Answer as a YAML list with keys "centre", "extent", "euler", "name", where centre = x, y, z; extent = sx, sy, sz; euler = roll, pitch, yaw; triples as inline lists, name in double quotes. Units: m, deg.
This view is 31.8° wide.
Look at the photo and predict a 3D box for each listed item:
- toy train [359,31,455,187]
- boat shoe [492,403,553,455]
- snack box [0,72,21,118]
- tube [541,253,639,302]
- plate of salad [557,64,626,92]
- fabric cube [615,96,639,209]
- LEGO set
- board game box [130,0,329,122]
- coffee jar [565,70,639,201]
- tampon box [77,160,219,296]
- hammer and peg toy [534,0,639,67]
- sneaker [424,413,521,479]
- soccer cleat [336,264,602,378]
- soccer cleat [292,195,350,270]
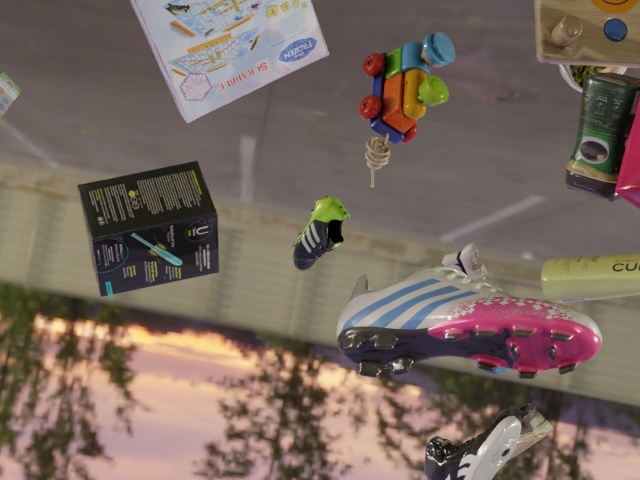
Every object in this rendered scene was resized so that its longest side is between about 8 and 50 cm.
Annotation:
- centre: [0.143, -0.209, 1.778]
  extent: [0.105, 0.248, 0.143]
  euler: [28, 143, -33]
  name: "toy train"
- centre: [0.407, 0.403, 2.380]
  extent: [0.092, 0.103, 0.285]
  euler: [55, -154, 18]
  name: "boat shoe"
- centre: [-0.466, -0.152, 1.464]
  extent: [0.141, 0.100, 0.037]
  euler: [-25, 120, 28]
  name: "snack box"
- centre: [0.411, 0.043, 1.465]
  extent: [0.240, 0.070, 0.062]
  euler: [-6, 151, 34]
  name: "tube"
- centre: [0.497, -0.360, 1.997]
  extent: [0.200, 0.200, 0.048]
  euler: [14, -175, -32]
  name: "plate of salad"
- centre: [0.606, -0.139, 1.532]
  extent: [0.254, 0.259, 0.258]
  euler: [26, 164, -31]
  name: "fabric cube"
- centre: [0.224, 0.127, 1.697]
  extent: [0.093, 0.227, 0.087]
  euler: [-14, -154, 28]
  name: "LEGO set"
- centre: [-0.177, -0.429, 2.129]
  extent: [0.318, 0.318, 0.066]
  euler: [-26, -143, -8]
  name: "board game box"
- centre: [0.428, -0.155, 1.680]
  extent: [0.096, 0.184, 0.079]
  euler: [22, -156, 34]
  name: "coffee jar"
- centre: [-0.221, -0.015, 1.453]
  extent: [0.161, 0.101, 0.120]
  euler: [-12, 140, -14]
  name: "tampon box"
- centre: [0.518, -0.393, 1.796]
  extent: [0.361, 0.266, 0.127]
  euler: [2, 169, -7]
  name: "hammer and peg toy"
- centre: [0.231, 0.339, 1.816]
  extent: [0.079, 0.217, 0.121]
  euler: [-2, -143, -42]
  name: "sneaker"
- centre: [0.174, 0.083, 1.359]
  extent: [0.331, 0.143, 0.116]
  euler: [-3, 140, 25]
  name: "soccer cleat"
- centre: [0.000, 0.000, 1.994]
  extent: [0.060, 0.179, 0.072]
  euler: [-21, -123, -40]
  name: "soccer cleat"
